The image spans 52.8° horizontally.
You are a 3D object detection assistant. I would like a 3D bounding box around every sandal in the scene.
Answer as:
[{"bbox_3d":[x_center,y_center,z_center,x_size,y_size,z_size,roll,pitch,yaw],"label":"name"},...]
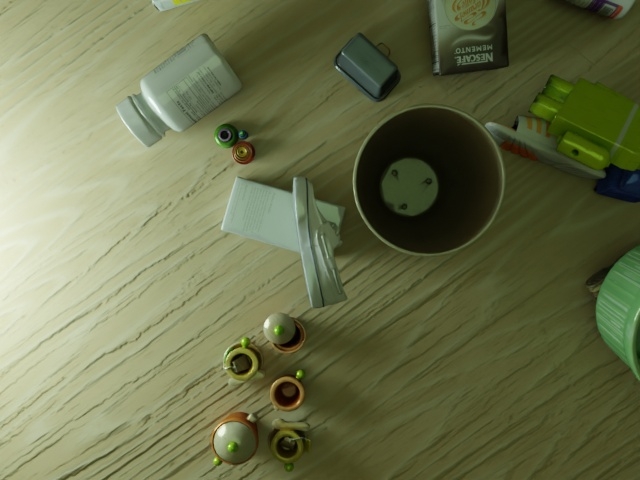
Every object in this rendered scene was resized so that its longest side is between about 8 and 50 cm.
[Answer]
[{"bbox_3d":[0.456,-0.200,1.299,0.265,0.102,0.076,21,88,-5],"label":"sandal"}]

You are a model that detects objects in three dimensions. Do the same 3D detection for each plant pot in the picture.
[{"bbox_3d":[0.182,-0.107,1.213,0.257,0.274,0.256,0,93,0],"label":"plant pot"}]

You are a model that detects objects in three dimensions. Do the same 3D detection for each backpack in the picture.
[{"bbox_3d":[0.628,-0.145,1.295,0.098,0.101,0.120,15,87,-6],"label":"backpack"}]

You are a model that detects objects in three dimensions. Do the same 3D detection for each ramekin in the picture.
[{"bbox_3d":[0.691,0.138,1.245,0.304,0.148,0.303,-3,109,-10],"label":"ramekin"}]

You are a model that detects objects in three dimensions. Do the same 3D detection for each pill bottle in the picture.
[{"bbox_3d":[0.525,-0.520,1.274,0.194,0.108,0.108,21,93,-1],"label":"pill bottle"},{"bbox_3d":[-0.282,-0.292,1.281,0.229,0.131,0.131,-36,92,2],"label":"pill bottle"}]

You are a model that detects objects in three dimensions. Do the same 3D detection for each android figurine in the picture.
[{"bbox_3d":[0.544,-0.222,1.239,0.273,0.056,0.248,30,50,12],"label":"android figurine"}]

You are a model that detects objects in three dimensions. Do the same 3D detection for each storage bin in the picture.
[{"bbox_3d":[0.101,-0.357,1.295,0.135,0.091,0.098,42,92,-2],"label":"storage bin"}]

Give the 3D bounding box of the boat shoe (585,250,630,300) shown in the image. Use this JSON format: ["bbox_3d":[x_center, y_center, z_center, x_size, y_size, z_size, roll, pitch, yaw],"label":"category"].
[{"bbox_3d":[0.635,0.067,1.325,0.178,0.064,0.060,-35,97,8],"label":"boat shoe"}]

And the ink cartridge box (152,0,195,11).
[{"bbox_3d":[-0.228,-0.657,1.299,0.307,0.072,0.303,-15,91,-1],"label":"ink cartridge box"}]

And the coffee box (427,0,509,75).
[{"bbox_3d":[0.286,-0.456,1.265,0.141,0.098,0.246,-7,102,2],"label":"coffee box"}]

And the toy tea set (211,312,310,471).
[{"bbox_3d":[-0.117,0.312,1.309,0.200,0.124,0.336,2,93,1],"label":"toy tea set"}]

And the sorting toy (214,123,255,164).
[{"bbox_3d":[-0.175,-0.204,1.328,0.102,0.042,0.061,43,92,-1],"label":"sorting toy"}]

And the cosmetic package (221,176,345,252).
[{"bbox_3d":[-0.074,-0.045,1.315,0.231,0.085,0.117,17,93,-2],"label":"cosmetic package"}]

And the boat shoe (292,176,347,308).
[{"bbox_3d":[0.000,0.000,1.238,0.084,0.095,0.258,-10,104,-3],"label":"boat shoe"}]
